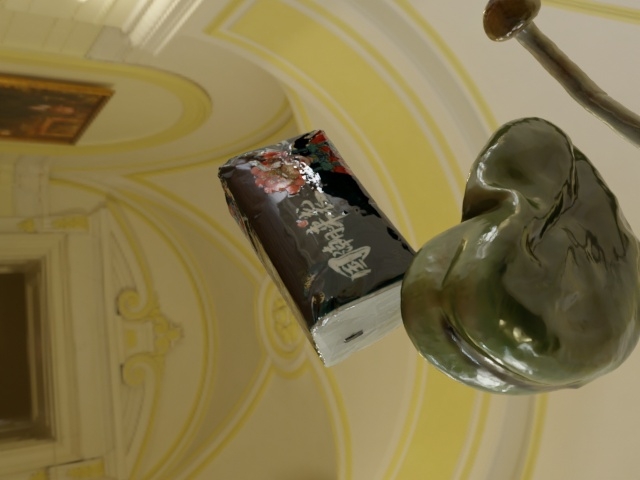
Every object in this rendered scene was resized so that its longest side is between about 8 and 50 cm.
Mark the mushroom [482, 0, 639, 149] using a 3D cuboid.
[{"bbox_3d":[0.250,-0.091,0.477,0.306,0.043,0.068,28,-42,8],"label":"mushroom"}]

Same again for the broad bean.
[{"bbox_3d":[0.139,0.007,0.423,0.153,0.206,0.072,54,-34,-6],"label":"broad bean"}]

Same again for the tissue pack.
[{"bbox_3d":[0.001,0.000,0.542,0.170,0.103,0.090,56,-18,31],"label":"tissue pack"}]
